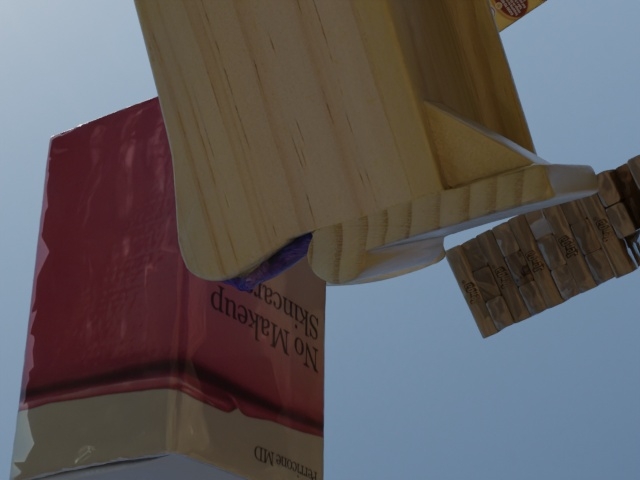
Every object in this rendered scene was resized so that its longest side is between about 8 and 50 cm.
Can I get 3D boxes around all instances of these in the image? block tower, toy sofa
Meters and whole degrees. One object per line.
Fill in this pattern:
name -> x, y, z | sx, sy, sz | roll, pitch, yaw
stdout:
block tower -> 0.280, -0.025, 1.149 | 0.097, 0.335, 0.091 | -11, -104, -65
toy sofa -> -0.002, -0.162, 0.651 | 0.177, 0.150, 0.363 | -18, -93, 20

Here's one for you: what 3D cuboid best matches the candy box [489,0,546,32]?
candy box -> 0.216, -0.275, 1.238 | 0.053, 0.186, 0.109 | 49, -162, -21

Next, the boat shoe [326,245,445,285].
boat shoe -> 0.000, 0.000, 1.165 | 0.219, 0.070, 0.078 | -4, -167, 16

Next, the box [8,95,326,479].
box -> -0.085, 0.048, 0.804 | 0.126, 0.148, 0.232 | -16, -120, 30
